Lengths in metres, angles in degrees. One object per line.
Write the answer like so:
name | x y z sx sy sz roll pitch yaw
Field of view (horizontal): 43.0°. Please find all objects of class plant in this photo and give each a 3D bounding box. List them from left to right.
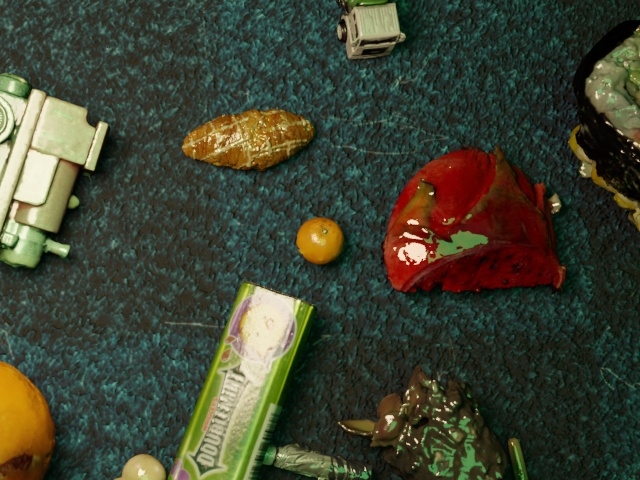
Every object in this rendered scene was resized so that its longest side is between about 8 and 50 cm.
plant | 0.181 0.316 1.318 0.204 0.178 0.234 -41 80 -2

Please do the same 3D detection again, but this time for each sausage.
sausage | 0.348 0.409 1.411 0.024 0.024 0.132 -10 86 -12

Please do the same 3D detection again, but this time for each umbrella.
umbrella | -0.007 0.370 1.342 0.188 0.050 0.046 13 101 -10

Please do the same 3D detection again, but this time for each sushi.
sushi | 0.592 -0.189 1.424 0.329 0.285 0.328 41 71 19

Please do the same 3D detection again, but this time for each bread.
bread | -0.117 -0.171 1.376 0.233 0.076 0.105 -9 83 -10

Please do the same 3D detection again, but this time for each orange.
orange | -0.505 0.289 1.155 0.246 0.246 0.246 1 82 -10
orange | 0.001 0.000 1.373 0.084 0.083 0.083 1 82 -10

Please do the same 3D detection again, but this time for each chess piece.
chess piece | -0.305 0.413 1.261 0.094 0.094 0.170 40 71 -3

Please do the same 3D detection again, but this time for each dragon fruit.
dragon fruit | 0.273 -0.045 1.413 0.344 0.100 0.282 -3 74 -14

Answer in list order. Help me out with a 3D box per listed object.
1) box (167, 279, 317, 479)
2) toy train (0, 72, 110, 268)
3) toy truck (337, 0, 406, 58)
box | -0.124 0.247 1.299 0.134 0.097 0.345 19 80 12
toy train | -0.473 -0.096 1.263 0.222 0.150 0.304 19 85 -20
toy truck | 0.077 -0.450 1.424 0.101 0.125 0.242 -9 85 -12
